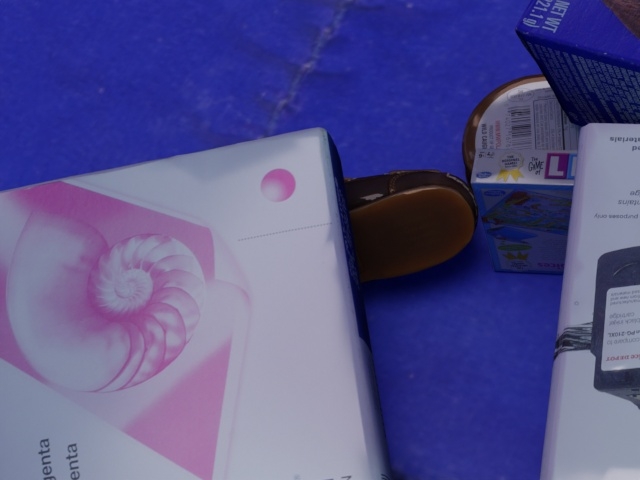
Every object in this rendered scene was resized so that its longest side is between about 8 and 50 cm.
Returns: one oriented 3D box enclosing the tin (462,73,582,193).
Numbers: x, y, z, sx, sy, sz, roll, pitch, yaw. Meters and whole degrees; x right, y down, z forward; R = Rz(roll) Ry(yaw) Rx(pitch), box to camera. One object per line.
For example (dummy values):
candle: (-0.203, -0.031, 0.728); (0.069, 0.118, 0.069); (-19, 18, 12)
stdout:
tin: (0.186, -0.063, 1.088); (0.189, 0.040, 0.106); (-6, 61, 11)

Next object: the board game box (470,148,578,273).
board game box: (0.175, -0.015, 1.016); (0.154, 0.103, 0.026); (2, 58, 16)

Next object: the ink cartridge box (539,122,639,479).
ink cartridge box: (0.184, 0.081, 0.908); (0.100, 0.172, 0.237); (2, 58, 16)

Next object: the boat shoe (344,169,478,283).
boat shoe: (0.000, 0.000, 1.082); (0.207, 0.073, 0.073); (-9, 18, 6)

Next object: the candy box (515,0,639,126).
candy box: (0.316, -0.164, 0.967); (0.317, 0.122, 0.268); (21, 76, 37)

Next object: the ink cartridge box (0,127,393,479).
ink cartridge box: (-0.127, 0.119, 0.985); (0.330, 0.071, 0.324); (-12, 71, 6)
